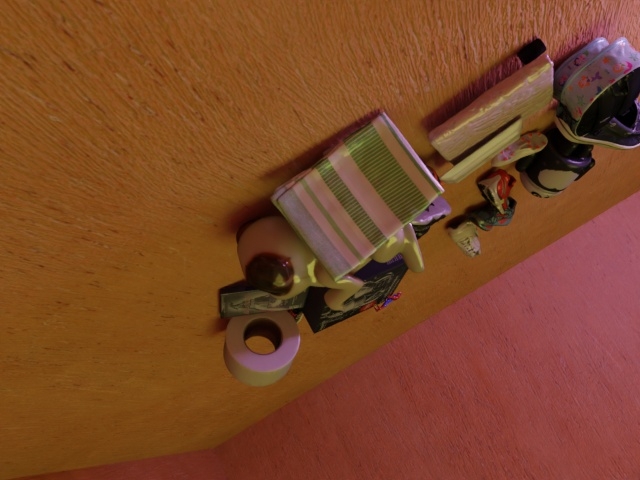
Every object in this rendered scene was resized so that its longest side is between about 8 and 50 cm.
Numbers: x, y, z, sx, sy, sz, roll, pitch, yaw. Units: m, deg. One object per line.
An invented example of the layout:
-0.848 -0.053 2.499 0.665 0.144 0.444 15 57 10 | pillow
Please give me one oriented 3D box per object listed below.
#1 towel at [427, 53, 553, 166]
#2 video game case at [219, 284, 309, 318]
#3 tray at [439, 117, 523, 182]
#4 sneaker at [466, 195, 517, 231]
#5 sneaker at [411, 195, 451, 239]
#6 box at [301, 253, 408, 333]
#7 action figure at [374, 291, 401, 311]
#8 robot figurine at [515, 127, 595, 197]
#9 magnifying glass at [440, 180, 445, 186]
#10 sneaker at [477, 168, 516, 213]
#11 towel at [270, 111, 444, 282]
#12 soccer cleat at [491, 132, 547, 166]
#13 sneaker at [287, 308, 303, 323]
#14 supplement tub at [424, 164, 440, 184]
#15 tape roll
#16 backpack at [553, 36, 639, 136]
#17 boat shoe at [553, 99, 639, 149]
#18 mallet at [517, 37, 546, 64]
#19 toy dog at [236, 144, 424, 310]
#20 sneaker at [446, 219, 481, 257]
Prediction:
0.452 -0.327 1.595 0.332 0.053 0.317 -35 165 16 | towel
-0.176 0.182 1.905 0.274 0.026 0.196 -7 153 -13 | video game case
0.460 -0.240 1.716 0.270 0.030 0.145 -37 170 15 | tray
0.662 -0.120 2.341 0.262 0.104 0.125 -14 137 -44 | sneaker
0.282 -0.058 1.886 0.269 0.101 0.153 -12 151 -45 | sneaker
0.095 0.118 1.997 0.313 0.179 0.343 -22 157 -18 | box
0.236 0.206 2.095 0.115 0.030 0.038 -25 165 -28 | action figure
0.788 -0.260 2.040 0.173 0.209 0.278 -45 169 -35 | robot figurine
0.312 -0.148 1.895 0.231 0.026 0.092 -27 158 -9 | magnifying glass
0.640 -0.176 2.150 0.118 0.107 0.279 -43 159 8 | sneaker
0.085 -0.102 1.365 0.325 0.248 0.038 -38 -178 -5 | towel
0.629 -0.290 1.940 0.196 0.068 0.076 -23 173 -13 | soccer cleat
-0.090 0.253 2.224 0.170 0.063 0.075 -45 155 23 | sneaker
0.255 -0.163 1.677 0.106 0.106 0.198 -42 155 29 | supplement tub
-0.200 0.349 2.047 0.246 0.246 0.169 -21 156 -22 | tape roll
0.735 -0.415 1.609 0.225 0.191 0.253 -36 165 8 | backpack
0.939 -0.397 1.929 0.500 0.186 0.156 -5 154 -37 | boat shoe
0.520 -0.434 1.516 0.062 0.039 0.190 -32 163 7 | mallet
0.000 0.000 1.486 0.408 0.284 0.395 -27 137 -5 | toy dog
0.579 -0.005 2.408 0.110 0.118 0.292 -21 161 22 | sneaker
